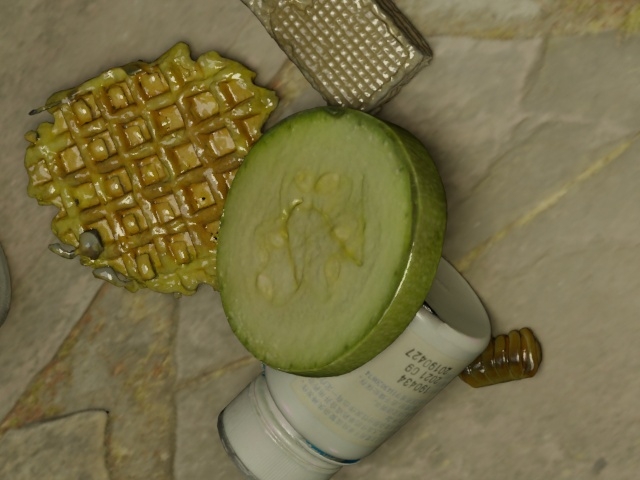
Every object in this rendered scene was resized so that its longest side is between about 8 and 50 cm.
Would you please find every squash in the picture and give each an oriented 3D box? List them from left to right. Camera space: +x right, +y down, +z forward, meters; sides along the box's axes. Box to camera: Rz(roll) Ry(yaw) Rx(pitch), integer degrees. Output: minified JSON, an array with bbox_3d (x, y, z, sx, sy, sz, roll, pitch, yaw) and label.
[{"bbox_3d":[0.000,0.000,1.654,0.252,0.049,0.252,-12,71,37],"label":"squash"}]

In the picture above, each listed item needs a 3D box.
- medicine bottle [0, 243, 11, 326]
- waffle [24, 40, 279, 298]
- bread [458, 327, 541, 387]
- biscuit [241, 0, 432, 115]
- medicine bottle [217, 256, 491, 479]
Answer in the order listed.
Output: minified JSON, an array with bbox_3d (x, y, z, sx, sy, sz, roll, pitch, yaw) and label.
[{"bbox_3d":[-0.525,0.086,1.899,0.371,0.211,0.211,-26,89,23],"label":"medicine bottle"},{"bbox_3d":[-0.160,-0.076,1.809,0.281,0.060,0.262,28,105,14],"label":"waffle"},{"bbox_3d":[0.167,0.112,1.722,0.088,0.034,0.049,-11,89,23],"label":"bread"},{"bbox_3d":[-0.007,-0.227,1.718,0.108,0.062,0.239,-42,82,22],"label":"biscuit"},{"bbox_3d":[0.028,0.126,1.720,0.258,0.143,0.143,-44,82,21],"label":"medicine bottle"}]
